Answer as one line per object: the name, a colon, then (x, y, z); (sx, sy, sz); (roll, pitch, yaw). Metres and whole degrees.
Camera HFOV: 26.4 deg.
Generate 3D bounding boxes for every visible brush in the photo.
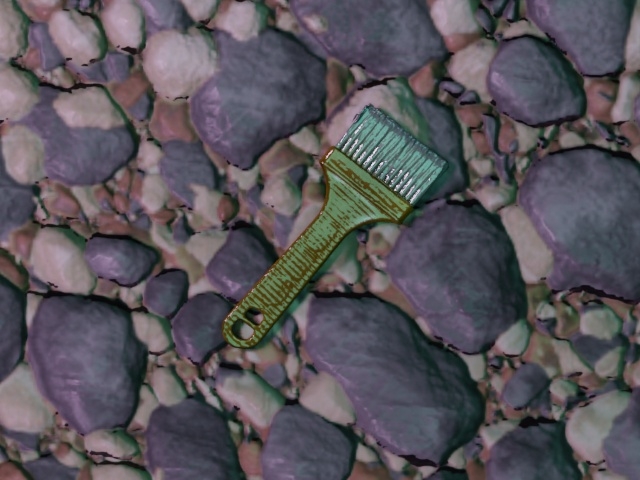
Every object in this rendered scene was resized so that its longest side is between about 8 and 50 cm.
brush: (0.000, 0.000, 1.053); (0.082, 0.010, 0.218); (39, 98, -8)
